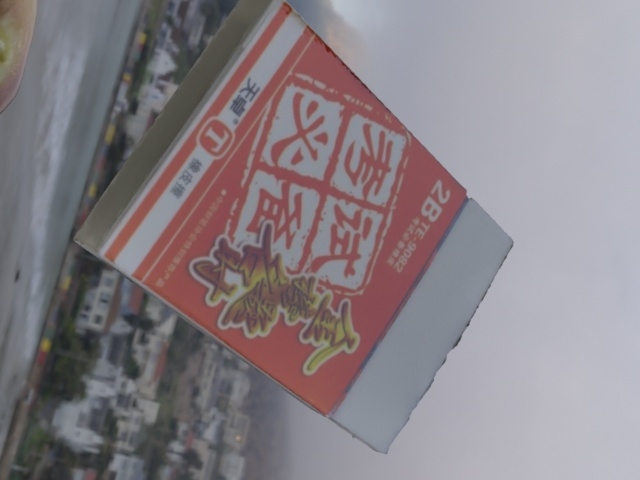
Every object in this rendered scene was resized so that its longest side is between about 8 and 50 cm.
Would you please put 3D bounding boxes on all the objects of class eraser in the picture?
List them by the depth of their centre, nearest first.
[{"bbox_3d":[0.000,0.000,0.560,0.038,0.230,0.157,18,-109,53],"label":"eraser"}]

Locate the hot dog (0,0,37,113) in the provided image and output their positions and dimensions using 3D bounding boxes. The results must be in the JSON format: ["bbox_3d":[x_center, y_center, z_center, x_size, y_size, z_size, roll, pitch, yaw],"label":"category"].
[{"bbox_3d":[-0.494,-0.232,1.212,0.405,0.185,0.223,-9,-87,44],"label":"hot dog"}]
